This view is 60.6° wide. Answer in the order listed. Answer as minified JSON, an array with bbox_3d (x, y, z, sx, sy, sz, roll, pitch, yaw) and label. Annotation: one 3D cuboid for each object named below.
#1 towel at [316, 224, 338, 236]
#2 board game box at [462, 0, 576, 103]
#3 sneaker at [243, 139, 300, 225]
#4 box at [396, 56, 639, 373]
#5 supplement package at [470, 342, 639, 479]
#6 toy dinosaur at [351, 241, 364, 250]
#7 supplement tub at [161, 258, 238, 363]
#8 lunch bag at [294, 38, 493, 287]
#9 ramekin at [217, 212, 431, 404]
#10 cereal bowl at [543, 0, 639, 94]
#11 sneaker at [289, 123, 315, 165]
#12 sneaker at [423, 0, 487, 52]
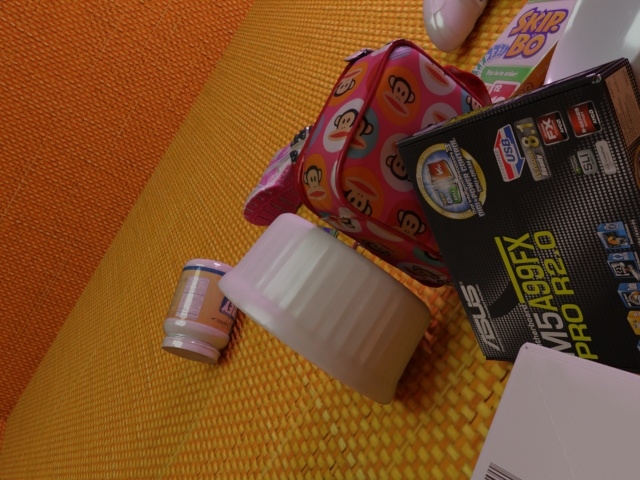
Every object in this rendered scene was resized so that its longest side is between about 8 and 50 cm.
[{"bbox_3d":[0.000,0.000,1.073,0.083,0.009,0.060,17,79,59],"label":"towel"},{"bbox_3d":[0.304,-0.278,0.823,0.259,0.039,0.124,-50,33,14],"label":"board game box"},{"bbox_3d":[-0.078,-0.135,1.227,0.252,0.103,0.111,-43,30,17],"label":"sneaker"},{"bbox_3d":[0.214,-0.005,0.526,0.060,0.270,0.216,-32,14,-35],"label":"box"},{"bbox_3d":[0.230,0.212,0.301,0.198,0.263,0.199,11,75,59],"label":"supplement package"},{"bbox_3d":[0.055,0.041,0.905,0.047,0.090,0.082,4,100,41],"label":"toy dinosaur"},{"bbox_3d":[-0.256,0.155,1.198,0.144,0.144,0.199,-17,52,50],"label":"supplement tub"},{"bbox_3d":[0.133,-0.098,0.674,0.120,0.293,0.258,3,65,58],"label":"lunch bag"},{"bbox_3d":[0.013,0.083,0.738,0.135,0.277,0.277,-55,30,-4],"label":"ramekin"},{"bbox_3d":[0.362,-0.239,0.532,0.339,0.141,0.339,21,-90,-88],"label":"cereal bowl"},{"bbox_3d":[0.072,-0.186,1.025,0.275,0.110,0.107,-3,79,36],"label":"sneaker"},{"bbox_3d":[0.285,-0.472,0.936,0.169,0.108,0.292,-8,58,58],"label":"sneaker"}]
